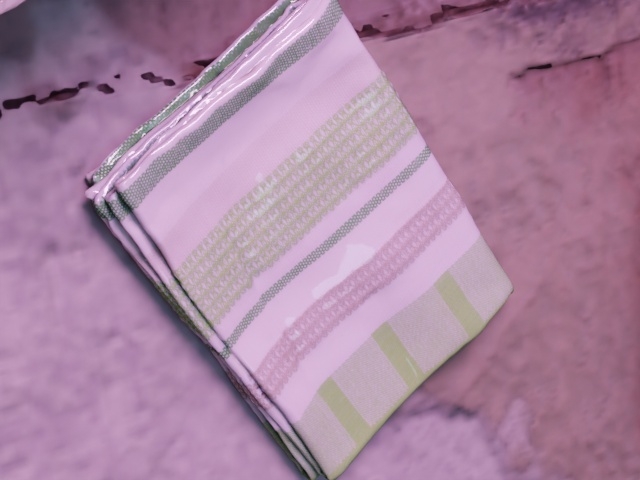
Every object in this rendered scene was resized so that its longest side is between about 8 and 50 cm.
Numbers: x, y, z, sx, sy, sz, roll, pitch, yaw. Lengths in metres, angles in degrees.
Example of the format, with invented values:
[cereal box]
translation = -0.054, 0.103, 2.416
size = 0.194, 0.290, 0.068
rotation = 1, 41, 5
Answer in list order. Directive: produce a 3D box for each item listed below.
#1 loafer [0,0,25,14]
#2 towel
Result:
[loafer]
translation = -0.056, -0.144, 0.533
size = 0.319, 0.111, 0.112
rotation = -46, 121, -15
[towel]
translation = 0.000, 0.000, 0.702
size = 0.113, 0.023, 0.152
rotation = -43, 120, -14
